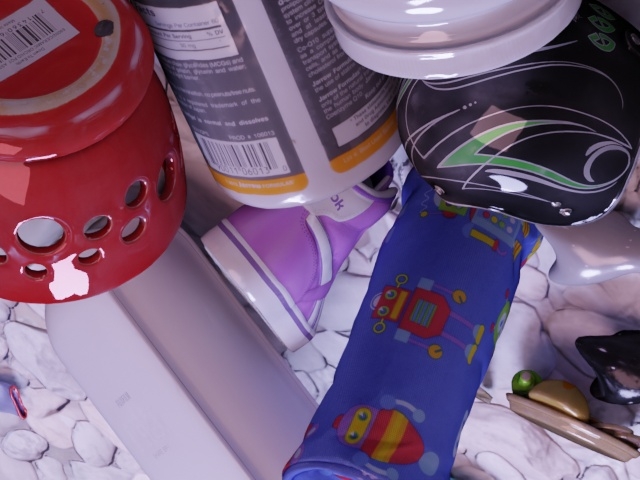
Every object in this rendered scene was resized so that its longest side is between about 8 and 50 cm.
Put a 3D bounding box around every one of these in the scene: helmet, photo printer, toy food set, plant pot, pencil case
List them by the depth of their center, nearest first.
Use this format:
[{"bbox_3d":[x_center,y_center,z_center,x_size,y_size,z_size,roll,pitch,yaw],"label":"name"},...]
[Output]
[{"bbox_3d":[0.135,-0.098,1.228,0.161,0.169,0.169,14,139,-6],"label":"helmet"},{"bbox_3d":[-0.192,-0.077,1.236,0.191,0.191,0.174,19,146,13],"label":"plant pot"},{"bbox_3d":[0.074,0.085,1.343,0.119,0.306,0.133,15,149,15],"label":"pencil case"},{"bbox_3d":[0.216,0.147,1.499,0.192,0.038,0.132,24,174,15],"label":"toy food set"},{"bbox_3d":[-0.124,0.121,1.566,0.307,0.107,0.256,53,155,2],"label":"photo printer"}]

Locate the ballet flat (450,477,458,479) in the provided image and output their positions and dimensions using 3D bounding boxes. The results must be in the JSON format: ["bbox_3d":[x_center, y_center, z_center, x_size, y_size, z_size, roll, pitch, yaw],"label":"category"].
[{"bbox_3d":[-0.007,0.269,1.707,0.342,0.124,0.116,12,140,20],"label":"ballet flat"}]

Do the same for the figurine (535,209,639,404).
[{"bbox_3d":[0.277,0.055,1.362,0.209,0.092,0.215,2,131,34],"label":"figurine"}]

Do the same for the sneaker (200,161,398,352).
[{"bbox_3d":[0.001,0.001,1.446,0.102,0.161,0.282,48,175,7],"label":"sneaker"}]

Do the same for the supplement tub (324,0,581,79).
[{"bbox_3d":[0.062,-0.256,1.087,0.191,0.191,0.272,6,134,25],"label":"supplement tub"}]

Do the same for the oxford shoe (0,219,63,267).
[{"bbox_3d":[-0.264,-0.035,1.542,0.130,0.169,0.449,16,143,-21],"label":"oxford shoe"}]

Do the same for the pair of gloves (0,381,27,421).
[{"bbox_3d":[-0.387,0.126,1.866,0.159,0.023,0.198,5,133,29],"label":"pair of gloves"}]

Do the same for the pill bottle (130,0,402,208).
[{"bbox_3d":[-0.049,-0.173,1.260,0.162,0.162,0.278,0,130,31],"label":"pill bottle"}]
